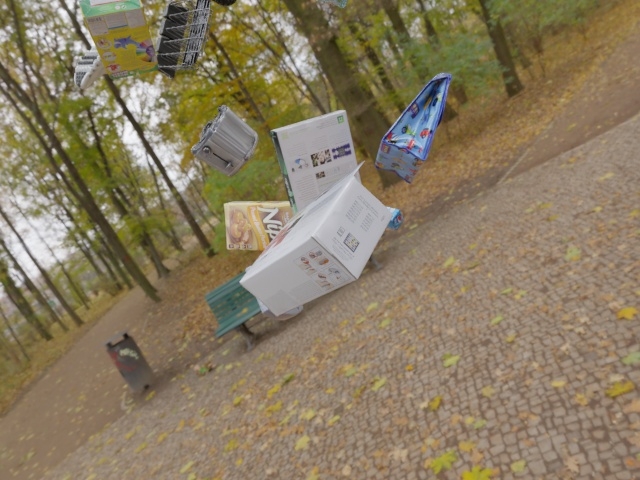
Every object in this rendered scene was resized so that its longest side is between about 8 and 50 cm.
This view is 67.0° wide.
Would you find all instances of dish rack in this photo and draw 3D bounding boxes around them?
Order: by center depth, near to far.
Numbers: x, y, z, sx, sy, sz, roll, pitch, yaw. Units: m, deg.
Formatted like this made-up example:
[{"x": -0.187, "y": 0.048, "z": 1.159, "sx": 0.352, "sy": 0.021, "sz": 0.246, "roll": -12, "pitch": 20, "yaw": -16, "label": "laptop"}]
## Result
[{"x": -0.367, "y": -0.557, "z": 1.325, "sx": 0.074, "sy": 0.208, "sz": 0.272, "roll": 9, "pitch": 7, "yaw": -45, "label": "dish rack"}]

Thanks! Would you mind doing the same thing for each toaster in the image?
[{"x": -0.278, "y": -0.297, "z": 1.443, "sx": 0.129, "sy": 0.146, "sz": 0.226, "roll": -38, "pitch": 27, "yaw": 30, "label": "toaster"}]

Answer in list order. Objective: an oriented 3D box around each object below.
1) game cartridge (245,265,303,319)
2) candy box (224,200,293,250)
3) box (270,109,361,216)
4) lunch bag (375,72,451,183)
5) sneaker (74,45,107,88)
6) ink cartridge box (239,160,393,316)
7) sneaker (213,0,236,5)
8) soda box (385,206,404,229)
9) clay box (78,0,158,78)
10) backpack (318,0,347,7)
[{"x": -0.162, "y": 0.196, "z": 1.782, "sx": 0.062, "sy": 0.198, "sz": 0.297, "roll": -25, "pitch": -16, "yaw": 15, "label": "game cartridge"}, {"x": -0.204, "y": -0.057, "z": 1.854, "sx": 0.317, "sy": 0.182, "sz": 0.087, "roll": 1, "pitch": 12, "yaw": 14, "label": "candy box"}, {"x": 0.001, "y": -0.207, "z": 1.470, "sx": 0.233, "sy": 0.321, "sz": 0.058, "roll": -21, "pitch": 20, "yaw": -18, "label": "box"}, {"x": 0.291, "y": -0.352, "z": 1.445, "sx": 0.293, "sy": 0.138, "sz": 0.221, "roll": -63, "pitch": -5, "yaw": -9, "label": "lunch bag"}, {"x": -0.718, "y": -0.622, "z": 1.644, "sx": 0.110, "sy": 0.118, "sz": 0.292, "roll": 20, "pitch": 73, "yaw": 33, "label": "sneaker"}, {"x": 0.000, "y": 0.000, "z": 1.089, "sx": 0.309, "sy": 0.130, "sz": 0.271, "roll": -32, "pitch": 19, "yaw": 49, "label": "ink cartridge box"}, {"x": -0.409, "y": -0.880, "z": 1.619, "sx": 0.104, "sy": 0.262, "sz": 0.125, "roll": -54, "pitch": 39, "yaw": 19, "label": "sneaker"}, {"x": 0.264, "y": -0.113, "z": 2.174, "sx": 0.210, "sy": 0.071, "sz": 0.067, "roll": 17, "pitch": 62, "yaw": 41, "label": "soda box"}, {"x": -0.466, "y": -0.474, "z": 1.140, "sx": 0.128, "sy": 0.053, "sz": 0.222, "roll": -17, "pitch": -13, "yaw": -14, "label": "clay box"}, {"x": 0.059, "y": -0.680, "z": 1.197, "sx": 0.166, "sy": 0.145, "sz": 0.188, "roll": 144, "pitch": 142, "yaw": -67, "label": "backpack"}]
